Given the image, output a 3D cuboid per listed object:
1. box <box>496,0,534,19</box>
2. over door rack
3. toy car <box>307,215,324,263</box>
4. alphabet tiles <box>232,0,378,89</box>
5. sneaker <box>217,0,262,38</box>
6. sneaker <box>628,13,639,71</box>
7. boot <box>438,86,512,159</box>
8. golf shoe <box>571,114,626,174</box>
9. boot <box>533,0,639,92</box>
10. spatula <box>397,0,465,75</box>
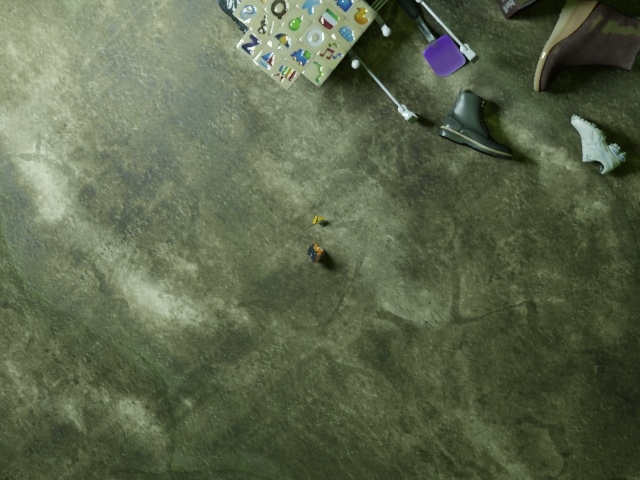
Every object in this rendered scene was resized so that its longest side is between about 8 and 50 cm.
[{"bbox_3d":[0.425,-0.736,1.685,0.143,0.191,0.381,-31,95,10],"label":"box"},{"bbox_3d":[0.203,-0.488,1.767,0.324,0.108,0.239,47,111,-2],"label":"over door rack"},{"bbox_3d":[0.000,0.000,1.917,0.040,0.060,0.122,5,109,-28],"label":"toy car"},{"bbox_3d":[-0.039,-0.557,1.738,0.285,0.011,0.342,40,101,0],"label":"alphabet tiles"},{"bbox_3d":[-0.196,-0.597,1.824,0.124,0.107,0.283,-8,98,25],"label":"sneaker"},{"bbox_3d":[0.787,-0.491,1.754,0.228,0.086,0.132,-6,104,16],"label":"sneaker"},{"bbox_3d":[0.420,-0.298,1.820,0.198,0.077,0.137,22,96,0],"label":"boot"},{"bbox_3d":[0.693,-0.243,1.807,0.176,0.069,0.086,43,106,-2],"label":"golf shoe"},{"bbox_3d":[0.653,-0.449,1.722,0.207,0.090,0.248,27,118,16],"label":"boot"},{"bbox_3d":[0.257,-0.553,1.810,0.084,0.030,0.296,-36,95,15],"label":"spatula"}]
